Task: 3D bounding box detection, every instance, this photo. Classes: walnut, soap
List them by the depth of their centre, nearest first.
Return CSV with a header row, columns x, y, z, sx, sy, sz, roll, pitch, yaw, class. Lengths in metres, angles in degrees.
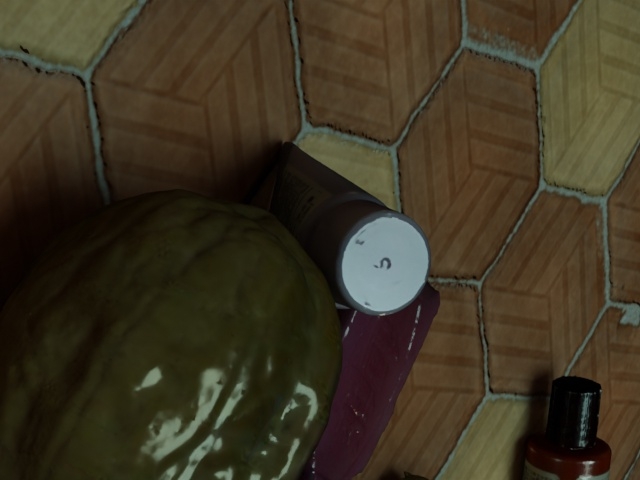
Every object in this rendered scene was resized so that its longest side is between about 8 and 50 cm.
x,y,z,sx,sy,sz,roll,pitch,yaw,class
-0.134,0.116,1.421,0.344,0.306,0.306,-54,137,-17,walnut
0.013,0.127,1.742,0.162,0.099,0.250,39,73,-55,soap

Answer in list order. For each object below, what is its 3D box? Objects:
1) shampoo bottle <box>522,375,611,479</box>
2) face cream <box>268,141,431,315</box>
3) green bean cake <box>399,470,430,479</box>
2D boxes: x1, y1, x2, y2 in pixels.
x,y,z,sx,sy,sz,roll,pitch,yaw,class
0.298,0.302,2.119,0.104,0.104,0.278,-11,111,-47,shampoo bottle
0.000,0.000,1.560,0.096,0.274,0.154,8,96,-24,face cream
0.114,0.399,1.919,0.230,0.131,0.224,-54,138,-21,green bean cake
